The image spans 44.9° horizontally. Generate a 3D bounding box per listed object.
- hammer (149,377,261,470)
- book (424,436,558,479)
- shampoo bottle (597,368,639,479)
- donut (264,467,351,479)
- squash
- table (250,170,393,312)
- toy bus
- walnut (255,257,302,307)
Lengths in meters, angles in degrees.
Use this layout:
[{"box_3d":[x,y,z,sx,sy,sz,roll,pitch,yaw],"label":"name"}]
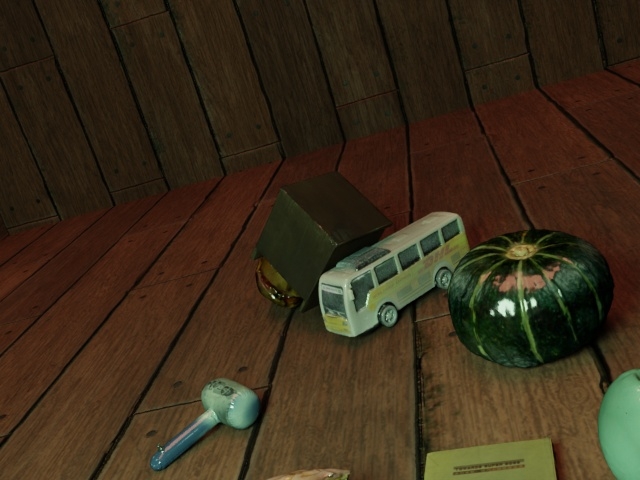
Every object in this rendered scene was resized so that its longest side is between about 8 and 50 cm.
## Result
[{"box_3d":[-0.191,0.298,1.234,0.194,0.070,0.116,-36,25,-27],"label":"hammer"},{"box_3d":[0.190,0.308,0.875,0.161,0.026,0.231,-12,18,16],"label":"book"},{"box_3d":[0.465,0.181,0.789,0.349,0.151,0.222,-14,20,15],"label":"shampoo bottle"},{"box_3d":[-0.046,0.353,0.867,0.199,0.085,0.233,-16,18,4],"label":"donut"},{"box_3d":[0.324,0.084,1.205,0.252,0.165,0.252,-15,21,6],"label":"squash"},{"box_3d":[0.000,0.000,1.530,0.172,0.193,0.169,-20,57,-44],"label":"table"},{"box_3d":[0.150,0.061,1.488,0.342,0.138,0.097,-27,21,-33],"label":"toy bus"},{"box_3d":[-0.074,0.070,1.687,0.137,0.137,0.245,-15,9,8],"label":"walnut"}]
